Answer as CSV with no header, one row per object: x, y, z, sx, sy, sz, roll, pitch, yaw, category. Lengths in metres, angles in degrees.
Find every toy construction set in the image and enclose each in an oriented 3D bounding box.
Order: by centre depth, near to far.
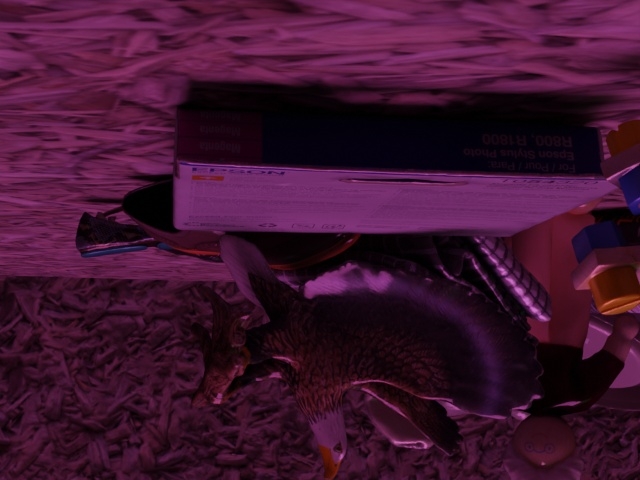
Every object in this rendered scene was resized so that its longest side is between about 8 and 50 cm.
0.325,-0.028,0.767,0.327,0.151,0.215,-5,156,-47,toy construction set

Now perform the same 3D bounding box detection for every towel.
0.076,0.053,1.276,0.283,0.121,0.235,-4,140,45,towel

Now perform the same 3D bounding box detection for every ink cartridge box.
0.044,-0.056,0.953,0.324,0.071,0.330,2,172,-7,ink cartridge box

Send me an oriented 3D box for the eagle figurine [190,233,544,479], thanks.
0.030,0.118,1.144,0.298,0.225,0.226,-3,-155,-18,eagle figurine

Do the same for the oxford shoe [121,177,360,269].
-0.081,-0.024,1.186,0.271,0.097,0.098,-3,168,34,oxford shoe

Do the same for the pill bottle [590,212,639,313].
0.418,0.028,1.501,0.245,0.130,0.130,-3,174,35,pill bottle

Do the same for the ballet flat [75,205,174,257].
-0.203,-0.016,1.443,0.188,0.070,0.070,-3,176,-10,ballet flat

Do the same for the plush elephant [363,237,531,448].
0.180,0.147,1.567,0.272,0.255,0.330,-43,-159,-14,plush elephant

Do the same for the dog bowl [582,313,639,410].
0.377,0.128,1.768,0.348,0.102,0.349,21,158,9,dog bowl

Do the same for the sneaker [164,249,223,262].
-0.172,0.004,1.726,0.170,0.051,0.089,7,177,-30,sneaker

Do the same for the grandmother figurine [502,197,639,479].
0.247,0.118,1.332,0.207,0.342,0.104,-4,174,34,grandmother figurine
